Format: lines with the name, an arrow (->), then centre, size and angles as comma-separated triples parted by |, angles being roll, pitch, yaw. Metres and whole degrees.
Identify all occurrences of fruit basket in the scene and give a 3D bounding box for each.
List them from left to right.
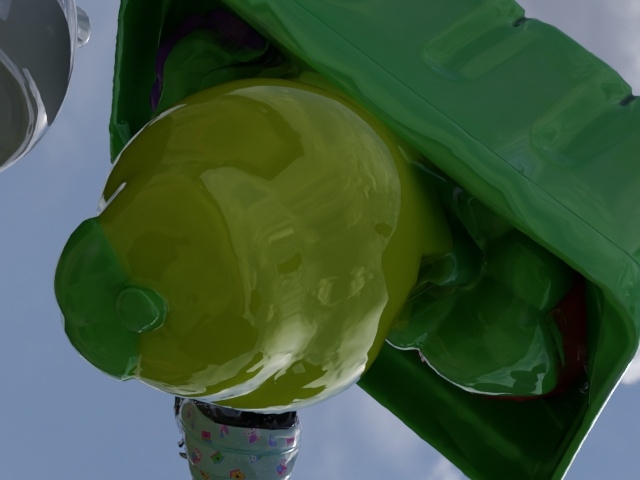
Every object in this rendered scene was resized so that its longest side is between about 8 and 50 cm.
fruit basket -> 0.000, 0.000, 0.949 | 0.283, 0.392, 0.392 | 104, -22, -55

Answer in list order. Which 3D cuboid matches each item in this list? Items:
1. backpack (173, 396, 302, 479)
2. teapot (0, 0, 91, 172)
backpack -> -0.078, 0.198, 1.743 | 0.182, 0.152, 0.115 | -124, -145, -75
teapot -> -0.258, -0.164, 0.992 | 0.256, 0.252, 0.187 | 115, -17, -59
